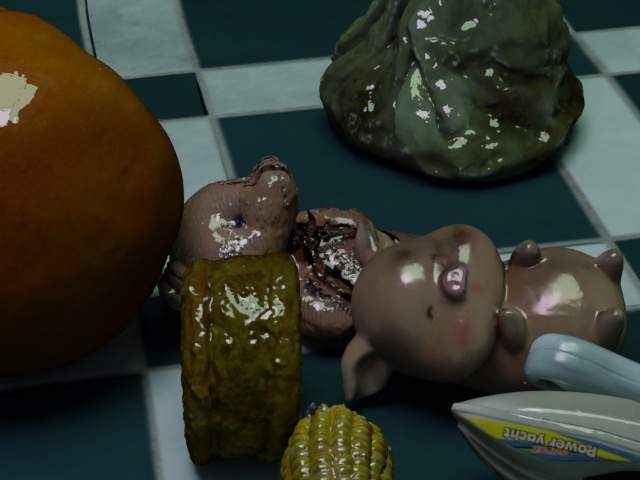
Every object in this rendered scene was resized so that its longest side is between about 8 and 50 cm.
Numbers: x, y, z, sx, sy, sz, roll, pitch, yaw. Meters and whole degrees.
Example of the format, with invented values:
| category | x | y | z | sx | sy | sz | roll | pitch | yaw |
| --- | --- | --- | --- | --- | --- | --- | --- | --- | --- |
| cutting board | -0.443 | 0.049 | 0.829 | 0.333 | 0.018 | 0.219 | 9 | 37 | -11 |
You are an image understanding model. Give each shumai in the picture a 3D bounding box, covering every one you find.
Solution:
| category | x | y | z | sx | sy | sz | roll | pitch | yaw |
| --- | --- | --- | --- | --- | --- | --- | --- | --- | --- |
| shumai | 0.152 | -0.243 | 1.873 | 0.309 | 0.263 | 0.304 | -2 | 30 | -1 |

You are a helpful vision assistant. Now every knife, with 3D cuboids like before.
| category | x | y | z | sx | sy | sz | roll | pitch | yaw |
| --- | --- | --- | --- | --- | --- | --- | --- | --- | --- |
| knife | 0.328 | 0.146 | 1.345 | 0.331 | 0.080 | 0.044 | 19 | 68 | 11 |

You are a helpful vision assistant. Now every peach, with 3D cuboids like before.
| category | x | y | z | sx | sy | sz | roll | pitch | yaw |
| --- | --- | --- | --- | --- | --- | --- | --- | --- | --- |
| peach | -0.302 | -0.031 | 1.500 | 0.343 | 0.343 | 0.301 | 27 | 67 | 38 |

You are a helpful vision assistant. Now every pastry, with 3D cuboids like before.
| category | x | y | z | sx | sy | sz | roll | pitch | yaw |
| --- | --- | --- | --- | --- | --- | --- | --- | --- | --- |
| pastry | -0.067 | 0.101 | 1.400 | 0.103 | 0.188 | 0.188 | -1 | 32 | -3 |

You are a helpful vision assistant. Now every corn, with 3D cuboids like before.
| category | x | y | z | sx | sy | sz | roll | pitch | yaw |
| --- | --- | --- | --- | --- | --- | --- | --- | --- | --- |
| corn | 0.021 | 0.241 | 1.246 | 0.101 | 0.101 | 0.291 | -4 | 33 | -5 |

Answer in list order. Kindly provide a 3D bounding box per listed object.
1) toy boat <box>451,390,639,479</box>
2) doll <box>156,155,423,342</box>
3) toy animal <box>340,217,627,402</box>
| category | x | y | z | sx | sy | sz | roll | pitch | yaw |
| --- | --- | --- | --- | --- | --- | --- | --- | --- | --- |
| toy boat | 0.237 | 0.189 | 1.307 | 0.269 | 0.140 | 0.141 | 2 | 32 | 5 |
| doll | 0.000 | 0.000 | 1.594 | 0.303 | 0.156 | 0.201 | 4 | 32 | 1 |
| toy animal | 0.148 | 0.064 | 1.477 | 0.250 | 0.154 | 0.166 | 8 | 50 | 1 |
